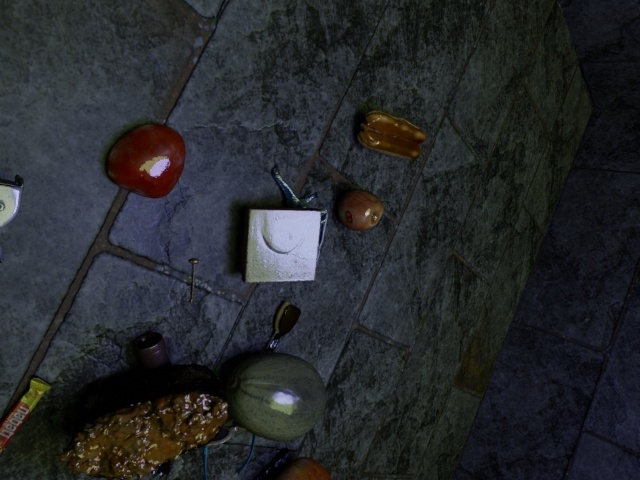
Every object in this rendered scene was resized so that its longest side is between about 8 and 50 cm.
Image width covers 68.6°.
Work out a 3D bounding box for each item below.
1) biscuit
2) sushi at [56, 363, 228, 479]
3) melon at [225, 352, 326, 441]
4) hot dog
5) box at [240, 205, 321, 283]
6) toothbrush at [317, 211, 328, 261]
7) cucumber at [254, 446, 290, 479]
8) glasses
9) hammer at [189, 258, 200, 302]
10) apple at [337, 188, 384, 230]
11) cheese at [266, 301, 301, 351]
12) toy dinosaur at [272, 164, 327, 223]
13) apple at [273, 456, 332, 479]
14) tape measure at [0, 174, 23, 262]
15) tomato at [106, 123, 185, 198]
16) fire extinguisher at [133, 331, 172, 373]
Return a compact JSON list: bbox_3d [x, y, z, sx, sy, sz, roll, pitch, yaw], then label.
[{"bbox_3d":[-0.675,0.420,0.981,0.048,0.026,0.291,39,73,-24],"label":"biscuit"},{"bbox_3d":[-0.382,0.432,1.085,0.349,0.207,0.234,-15,109,-11],"label":"sushi"},{"bbox_3d":[-0.128,0.455,1.381,0.329,0.249,0.248,30,80,-43],"label":"melon"},{"bbox_3d":[0.250,-0.359,1.619,0.337,0.100,0.135,2,109,-44],"label":"hot dog"},{"bbox_3d":[-0.116,0.010,1.324,0.215,0.086,0.215,0,103,-22],"label":"box"},{"bbox_3d":[0.000,0.000,1.536,0.019,0.013,0.193,11,95,-38],"label":"toothbrush"},{"bbox_3d":[-0.166,0.780,1.584,0.181,0.053,0.053,-36,125,-29],"label":"cucumber"},{"bbox_3d":[-0.290,0.637,1.425,0.190,0.088,0.220,-5,126,-45],"label":"glasses"},{"bbox_3d":[-0.335,0.107,1.235,0.029,0.014,0.122,-1,106,-36],"label":"hammer"},{"bbox_3d":[0.135,-0.100,1.557,0.146,0.131,0.146,-24,123,-42],"label":"apple"},{"bbox_3d":[-0.122,0.277,1.482,0.086,0.036,0.162,38,75,-47],"label":"cheese"},{"bbox_3d":[-0.058,-0.057,1.422,0.147,0.076,0.362,-14,111,-24],"label":"toy dinosaur"},{"bbox_3d":[-0.066,0.878,1.532,0.277,0.250,0.309,-36,156,-27],"label":"apple"},{"bbox_3d":[-0.654,-0.026,0.801,0.236,0.120,0.197,2,103,-41],"label":"tape measure"},{"bbox_3d":[-0.375,-0.182,1.056,0.166,0.082,0.174,28,84,-45],"label":"tomato"},{"bbox_3d":[-0.393,0.345,1.189,0.071,0.099,0.231,-73,155,-64],"label":"fire extinguisher"}]
